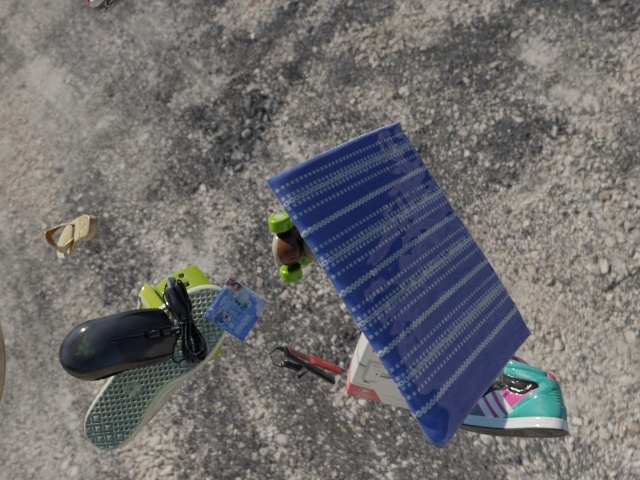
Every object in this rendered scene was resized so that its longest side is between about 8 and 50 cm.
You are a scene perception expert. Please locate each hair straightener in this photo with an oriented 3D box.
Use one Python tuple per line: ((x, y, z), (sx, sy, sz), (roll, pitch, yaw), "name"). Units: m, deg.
((-0.055, 0.377, 1.618), (0.089, 0.230, 0.047), (-63, 14, 15), "hair straightener")

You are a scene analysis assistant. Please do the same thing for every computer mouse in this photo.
((-0.371, 0.186, 1.080), (0.272, 0.072, 0.188), (-15, 77, -25), "computer mouse")

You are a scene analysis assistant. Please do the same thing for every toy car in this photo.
((0.000, 0.000, 1.212), (0.188, 0.155, 0.149), (1, 28, 22), "toy car")

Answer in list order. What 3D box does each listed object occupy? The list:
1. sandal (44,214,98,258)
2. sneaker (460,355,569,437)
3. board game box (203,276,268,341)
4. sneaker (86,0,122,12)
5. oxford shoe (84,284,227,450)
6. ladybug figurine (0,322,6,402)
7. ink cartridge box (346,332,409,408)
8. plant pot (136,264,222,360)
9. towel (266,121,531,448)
((-0.656, -0.016, 1.394), (0.240, 0.079, 0.088), (-21, 70, 41), "sandal")
((0.414, 0.346, 1.252), (0.295, 0.124, 0.178), (-17, 52, 44), "sneaker")
((-0.160, 0.131, 1.045), (0.090, 0.020, 0.090), (33, 85, -5), "board game box")
((-0.229, -0.424, 0.816), (0.299, 0.112, 0.121), (-23, 56, 21), "sneaker")
((-0.365, 0.279, 1.259), (0.169, 0.130, 0.449), (39, 92, 2), "oxford shoe")
((-0.634, 0.169, 0.814), (0.449, 0.162, 0.305), (12, 87, 37), "ladybug figurine")
((0.197, 0.320, 1.463), (0.207, 0.283, 0.117), (14, 48, 1), "ink cartridge box")
((-0.431, 0.244, 1.666), (0.228, 0.207, 0.227), (43, 129, 31), "plant pot")
((0.107, 0.034, 0.645), (0.243, 0.336, 0.040), (-31, -1, -42), "towel")
